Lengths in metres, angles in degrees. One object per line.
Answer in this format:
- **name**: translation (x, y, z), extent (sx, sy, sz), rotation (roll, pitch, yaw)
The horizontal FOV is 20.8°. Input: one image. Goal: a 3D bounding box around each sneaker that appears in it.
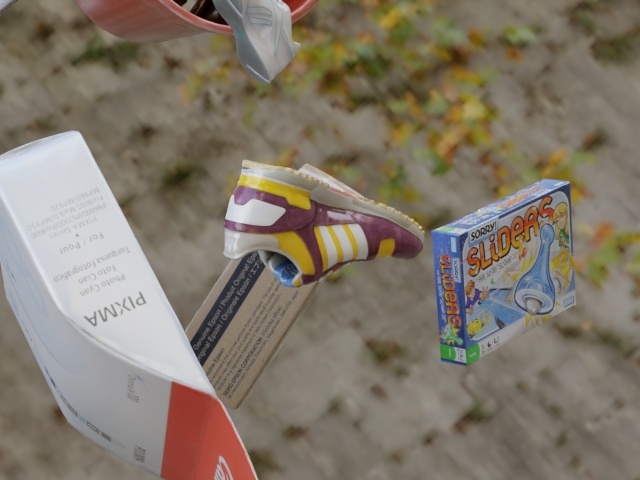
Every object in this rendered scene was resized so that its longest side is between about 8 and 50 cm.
- **sneaker**: translation (-0.067, -0.236, 1.775), extent (0.061, 0.053, 0.152), rotation (-40, -50, -23)
- **sneaker**: translation (0.000, 0.000, 1.334), extent (0.185, 0.069, 0.084), rotation (20, -93, -38)

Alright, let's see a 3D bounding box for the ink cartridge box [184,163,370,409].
- **ink cartridge box**: translation (-0.047, 0.040, 1.732), extent (0.193, 0.088, 0.235), rotation (-59, -2, 16)

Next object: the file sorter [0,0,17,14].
- **file sorter**: translation (-0.264, -0.225, 0.840), extent (0.173, 0.278, 0.193), rotation (-31, -9, 31)

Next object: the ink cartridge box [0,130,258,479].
- **ink cartridge box**: translation (-0.162, 0.138, 1.468), extent (0.091, 0.385, 0.308), rotation (-23, -17, -16)

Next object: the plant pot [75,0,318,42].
- **plant pot**: translation (-0.154, -0.341, 1.948), extent (0.272, 0.272, 0.265), rotation (-28, 9, -27)

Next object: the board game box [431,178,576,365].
- **board game box**: translation (0.187, 0.029, 1.745), extent (0.201, 0.035, 0.136), rotation (-24, -65, -46)
